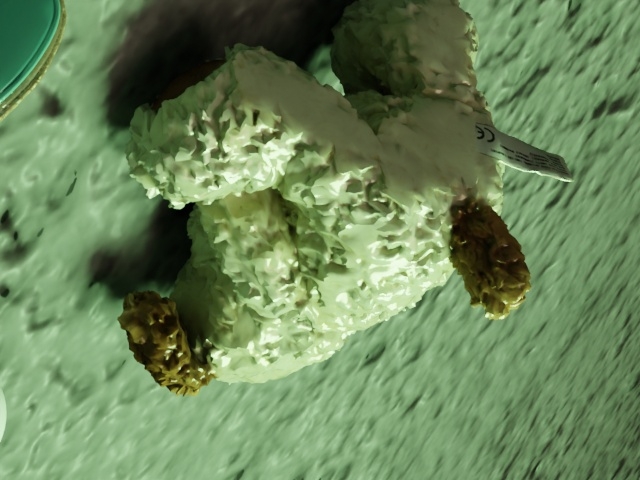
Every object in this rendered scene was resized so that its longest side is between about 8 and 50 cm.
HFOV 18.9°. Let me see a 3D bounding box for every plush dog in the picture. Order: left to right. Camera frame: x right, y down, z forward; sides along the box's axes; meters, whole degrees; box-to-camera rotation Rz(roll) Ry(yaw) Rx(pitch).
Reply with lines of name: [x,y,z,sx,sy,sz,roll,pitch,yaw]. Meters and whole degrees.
plush dog: [0.000,0.000,1.131,0.262,0.210,0.225,-29,169,-45]

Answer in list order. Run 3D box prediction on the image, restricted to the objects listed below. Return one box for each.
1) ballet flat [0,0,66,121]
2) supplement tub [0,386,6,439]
ballet flat: [-0.197,-0.046,0.844,0.206,0.073,0.067,-42,180,-21]
supplement tub: [-0.209,0.078,0.953,0.071,0.071,0.107,-54,157,-4]
